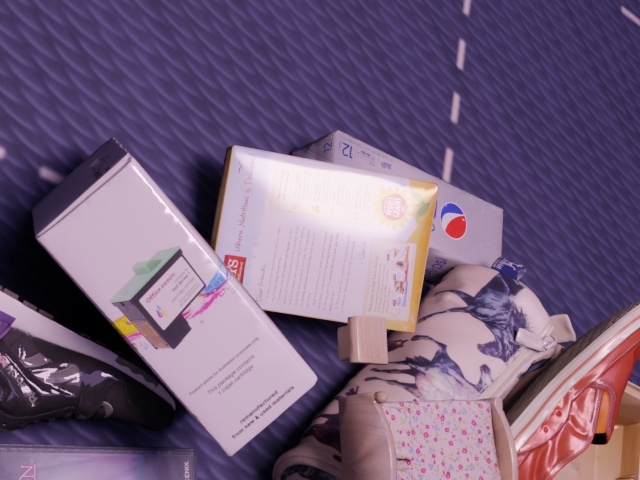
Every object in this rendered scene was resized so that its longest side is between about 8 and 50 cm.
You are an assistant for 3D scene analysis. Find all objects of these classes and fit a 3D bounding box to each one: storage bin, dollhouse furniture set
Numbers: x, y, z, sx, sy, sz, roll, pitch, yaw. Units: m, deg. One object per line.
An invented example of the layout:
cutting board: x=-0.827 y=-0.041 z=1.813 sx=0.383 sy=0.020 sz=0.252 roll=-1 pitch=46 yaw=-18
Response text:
storage bin: x=0.334 y=0.309 z=1.650 sx=0.260 sy=0.123 sz=0.262 roll=27 pitch=59 yaw=-31
dollhouse furniture set: x=0.193 y=0.248 z=1.278 sx=0.303 sy=0.174 sz=0.355 roll=6 pitch=74 yaw=-39

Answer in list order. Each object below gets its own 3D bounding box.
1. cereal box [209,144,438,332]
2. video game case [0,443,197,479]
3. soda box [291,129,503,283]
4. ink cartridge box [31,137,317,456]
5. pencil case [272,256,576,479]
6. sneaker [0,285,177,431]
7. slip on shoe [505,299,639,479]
cereal box: x=0.000 y=0.000 z=1.421 sx=0.240 sy=0.047 sz=0.173 roll=10 pitch=89 yaw=-14
video game case: x=-0.233 y=0.295 z=1.231 sx=0.274 sy=0.026 sz=0.196 roll=9 pitch=70 yaw=-40
soda box: x=0.094 y=-0.030 z=1.573 sx=0.286 sy=0.091 sz=0.098 roll=22 pitch=63 yaw=-35
ink cartridge box: x=-0.148 y=0.048 z=1.251 sx=0.117 sy=0.201 sz=0.278 roll=-40 pitch=106 yaw=-5
pencil case: x=0.119 y=0.187 z=1.461 sx=0.410 sy=0.184 sz=0.159 roll=-44 pitch=116 yaw=-40
sneaker: x=-0.274 y=0.136 z=1.215 sx=0.283 sy=0.107 sz=0.124 roll=32 pitch=72 yaw=-25
slip on shoe: x=0.305 y=0.190 z=1.508 sx=0.101 sy=0.123 sz=0.331 roll=44 pitch=74 yaw=3
